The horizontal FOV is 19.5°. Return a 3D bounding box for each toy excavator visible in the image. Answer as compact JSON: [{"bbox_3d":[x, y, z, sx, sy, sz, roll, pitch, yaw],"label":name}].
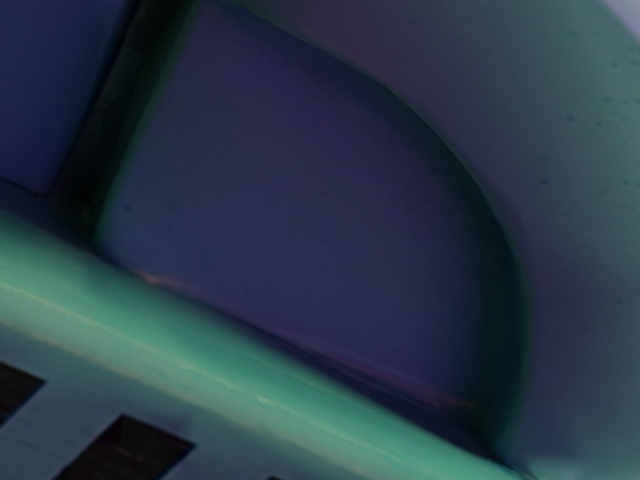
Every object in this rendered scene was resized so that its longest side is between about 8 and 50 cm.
[{"bbox_3d":[-0.035,-0.081,0.371,0.433,0.222,0.445,25,107,-8],"label":"toy excavator"}]
